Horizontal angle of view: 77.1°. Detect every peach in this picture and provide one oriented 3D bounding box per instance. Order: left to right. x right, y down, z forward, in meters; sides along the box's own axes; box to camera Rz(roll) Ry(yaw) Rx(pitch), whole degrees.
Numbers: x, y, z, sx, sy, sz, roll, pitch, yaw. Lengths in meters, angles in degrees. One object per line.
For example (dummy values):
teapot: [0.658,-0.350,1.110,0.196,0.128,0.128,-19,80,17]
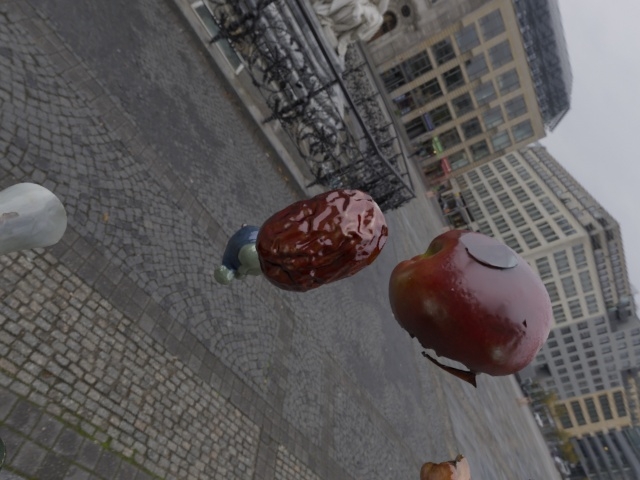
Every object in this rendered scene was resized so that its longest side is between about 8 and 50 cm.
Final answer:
peach: [0.384,0.145,1.037,0.406,0.309,0.335,37,38,22]

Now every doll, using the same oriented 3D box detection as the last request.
doll: [-0.123,0.051,1.055,0.259,0.228,0.153,21,51,-32]

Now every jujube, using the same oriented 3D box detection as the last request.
jujube: [0.000,0.000,0.767,0.174,0.251,0.174,-25,90,-89]

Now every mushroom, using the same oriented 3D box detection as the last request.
mushroom: [-0.721,0.006,0.863,0.397,0.126,0.177,-73,160,-64]

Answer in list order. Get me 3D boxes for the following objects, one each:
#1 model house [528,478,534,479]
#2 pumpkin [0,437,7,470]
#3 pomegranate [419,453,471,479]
model house: [0.476,0.575,0.783,0.164,0.203,0.140,36,67,-42]
pumpkin: [-0.840,0.513,0.929,0.190,0.191,0.146,52,10,-36]
pomegranate: [0.120,0.339,0.349,0.229,0.253,0.269,117,-29,-69]
